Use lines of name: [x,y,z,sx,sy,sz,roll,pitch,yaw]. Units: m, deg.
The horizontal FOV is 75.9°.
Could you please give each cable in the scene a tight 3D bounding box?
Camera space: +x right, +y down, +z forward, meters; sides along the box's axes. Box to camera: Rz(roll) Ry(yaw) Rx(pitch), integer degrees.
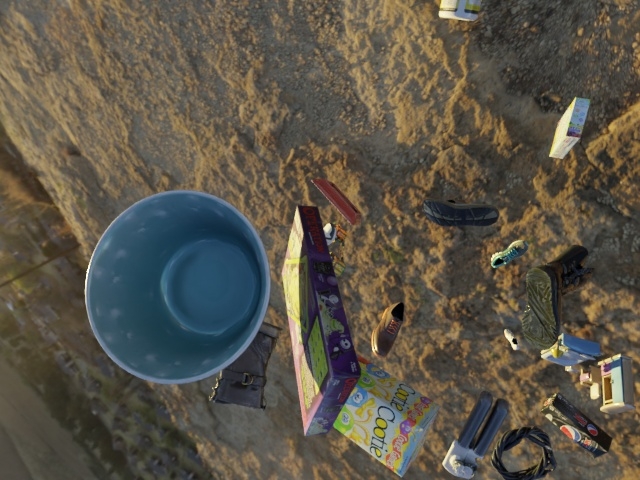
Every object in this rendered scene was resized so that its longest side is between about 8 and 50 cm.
cable: [0.582,0.616,1.180,0.185,0.047,0.150,-9,90,-2]

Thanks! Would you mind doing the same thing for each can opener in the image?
can opener: [0.375,0.476,1.004,0.074,0.093,0.280,21,120,17]

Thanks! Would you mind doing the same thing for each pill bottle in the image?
pill bottle: [0.237,-0.425,0.667,0.065,0.065,0.116,20,121,22]

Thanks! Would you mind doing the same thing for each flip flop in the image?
flip flop: [0.521,-0.115,1.533,0.278,0.080,0.112,5,130,28]

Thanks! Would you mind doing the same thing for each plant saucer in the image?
plant saucer: [0.088,-0.177,1.811,0.048,0.258,0.259,-42,84,11]

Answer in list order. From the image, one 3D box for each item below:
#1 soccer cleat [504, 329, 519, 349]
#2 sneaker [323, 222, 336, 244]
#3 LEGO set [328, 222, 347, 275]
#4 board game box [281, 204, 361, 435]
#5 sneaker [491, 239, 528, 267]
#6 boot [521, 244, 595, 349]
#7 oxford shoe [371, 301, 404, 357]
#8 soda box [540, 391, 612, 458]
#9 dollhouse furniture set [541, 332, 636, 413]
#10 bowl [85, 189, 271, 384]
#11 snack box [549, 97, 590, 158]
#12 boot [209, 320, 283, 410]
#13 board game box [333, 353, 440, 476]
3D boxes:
soccer cleat: [0.647,0.330,1.384,0.029,0.083,0.035,-13,131,5]
sneaker: [0.000,0.000,1.028,0.109,0.044,0.040,-56,44,24]
LEGO set: [-0.022,0.043,1.863,0.192,0.331,0.255,37,132,-25]
board game box: [-0.015,0.127,0.722,0.056,0.346,0.208,4,135,-19]
sneaker: [0.752,0.063,1.637,0.065,0.076,0.166,50,132,8]
boot: [0.642,0.150,1.097,0.094,0.207,0.246,19,122,57]
oxford shoe: [0.293,0.372,1.749,0.097,0.271,0.098,28,140,0]
soda box: [0.706,0.509,1.135,0.169,0.060,0.053,42,137,22]
dollhouse furniture set: [1.021,0.542,1.645,0.304,0.197,0.286,17,150,7]
bowl: [-0.221,0.079,0.728,0.313,0.163,0.310,-1,82,7]
snack box: [0.622,-0.278,1.029,0.037,0.141,0.100,15,85,17]
boot: [-0.235,0.302,1.057,0.263,0.228,0.091,17,169,5]
board game box: [0.135,0.426,1.047,0.276,0.142,0.144,25,104,28]
